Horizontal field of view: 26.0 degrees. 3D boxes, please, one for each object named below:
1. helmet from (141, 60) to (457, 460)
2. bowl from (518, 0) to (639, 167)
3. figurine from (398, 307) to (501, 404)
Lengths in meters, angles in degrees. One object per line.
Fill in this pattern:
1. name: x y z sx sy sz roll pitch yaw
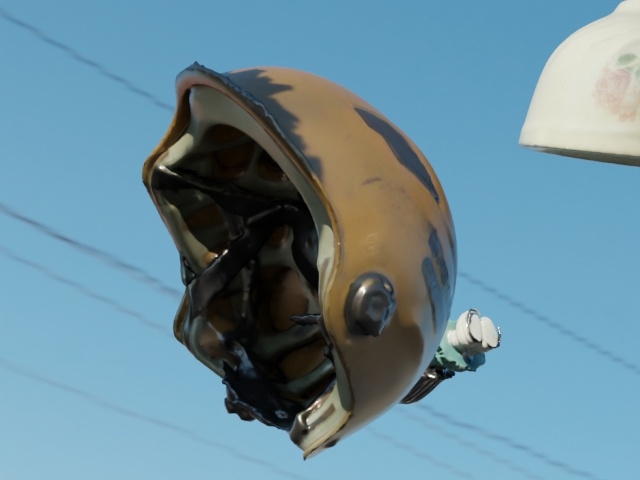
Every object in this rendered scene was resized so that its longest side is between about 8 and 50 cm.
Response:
1. helmet: 0.000 0.000 0.766 0.198 0.130 0.224 32 -48 45
2. bowl: 0.318 -0.129 1.206 0.277 0.145 0.277 8 1 0
3. figurine: 0.078 0.081 0.960 0.060 0.047 0.106 2 -25 -46
